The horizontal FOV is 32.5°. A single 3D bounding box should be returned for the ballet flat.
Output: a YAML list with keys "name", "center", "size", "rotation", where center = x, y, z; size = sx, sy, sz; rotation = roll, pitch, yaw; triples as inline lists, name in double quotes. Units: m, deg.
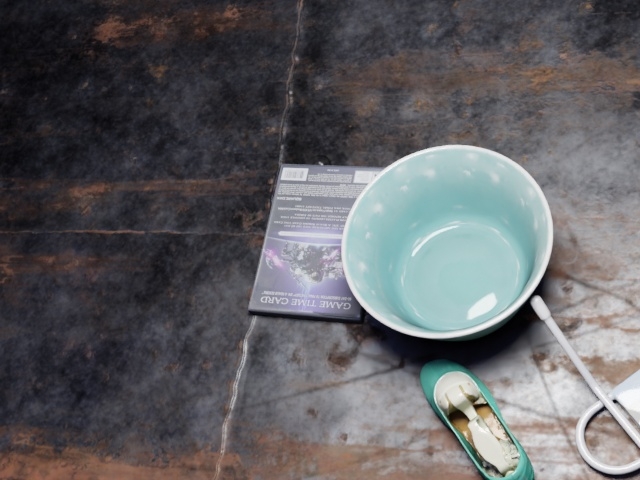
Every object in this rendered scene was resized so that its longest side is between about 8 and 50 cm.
- name: "ballet flat"
  center: [0.223, 0.256, 1.590]
  size: [0.083, 0.087, 0.247]
  rotation: [-35, 59, -1]

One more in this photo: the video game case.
- name: "video game case"
  center: [0.000, 0.000, 1.824]
  size: [0.196, 0.026, 0.274]
  rotation: [4, 67, 20]

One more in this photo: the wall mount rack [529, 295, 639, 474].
- name: "wall mount rack"
  center: [0.475, 0.151, 1.534]
  size: [0.350, 0.130, 0.304]
  rotation: [-35, 60, -2]

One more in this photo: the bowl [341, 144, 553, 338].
- name: "bowl"
  center: [0.203, 0.029, 1.664]
  size: [0.312, 0.163, 0.311]
  rotation: [-8, 63, 15]
